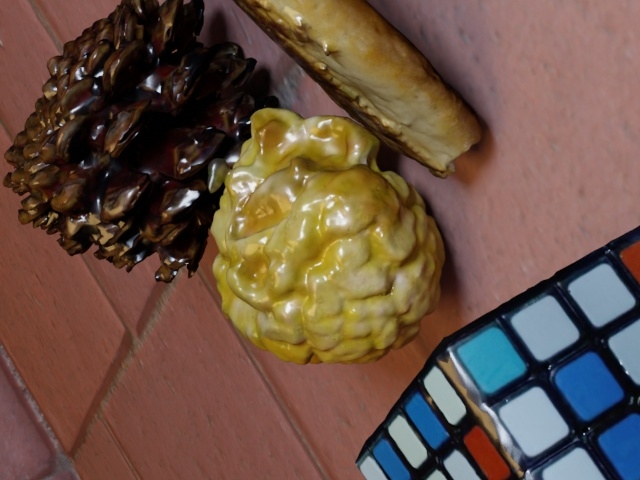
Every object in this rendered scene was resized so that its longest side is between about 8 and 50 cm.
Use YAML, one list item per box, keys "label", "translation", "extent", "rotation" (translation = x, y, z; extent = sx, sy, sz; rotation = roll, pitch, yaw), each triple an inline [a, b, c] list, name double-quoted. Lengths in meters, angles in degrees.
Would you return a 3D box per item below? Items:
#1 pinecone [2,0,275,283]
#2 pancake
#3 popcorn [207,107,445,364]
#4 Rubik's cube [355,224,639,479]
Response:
- label: "pinecone"
  translation: [-0.124, -0.073, 1.144]
  extent: [0.221, 0.221, 0.221]
  rotation: [45, 152, 33]
- label: "pancake"
  translation: [-0.009, -0.143, 0.935]
  extent: [0.266, 0.057, 0.244]
  rotation: [44, -176, -12]
- label: "popcorn"
  translation: [0.000, 0.000, 1.027]
  extent: [0.180, 0.170, 0.180]
  rotation: [-26, 53, 41]
- label: "Rubik's cube"
  translation: [0.154, 0.116, 0.788]
  extent: [0.184, 0.187, 0.182]
  rotation: [57, 156, 14]
